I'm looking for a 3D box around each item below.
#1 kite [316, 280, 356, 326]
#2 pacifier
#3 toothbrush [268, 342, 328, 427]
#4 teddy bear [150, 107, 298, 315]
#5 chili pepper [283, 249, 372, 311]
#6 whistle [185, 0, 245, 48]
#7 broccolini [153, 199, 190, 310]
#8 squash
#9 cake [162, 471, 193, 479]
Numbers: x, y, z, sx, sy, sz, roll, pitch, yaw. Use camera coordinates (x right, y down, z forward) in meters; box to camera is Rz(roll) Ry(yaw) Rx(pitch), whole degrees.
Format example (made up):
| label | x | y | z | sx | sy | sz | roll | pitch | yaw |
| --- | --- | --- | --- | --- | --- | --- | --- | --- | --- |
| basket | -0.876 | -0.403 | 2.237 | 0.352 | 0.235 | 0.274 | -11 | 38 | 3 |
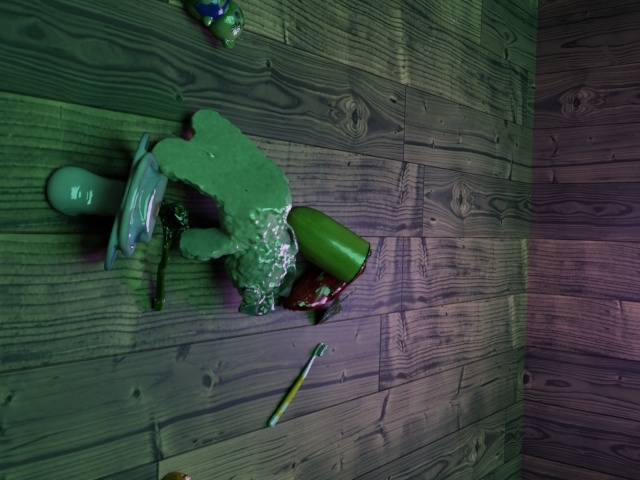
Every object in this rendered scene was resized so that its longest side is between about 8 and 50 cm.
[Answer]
| label | x | y | z | sx | sy | sz | roll | pitch | yaw |
| --- | --- | --- | --- | --- | --- | --- | --- | --- | --- |
| kite | 0.045 | 0.185 | 1.902 | 0.160 | 0.010 | 0.183 | -43 | 161 | -11 |
| pacifier | -0.407 | -0.090 | 1.273 | 0.207 | 0.227 | 0.278 | 15 | 77 | -10 |
| toothbrush | -0.058 | 0.388 | 1.826 | 0.288 | 0.024 | 0.021 | -53 | 132 | -35 |
| teddy bear | -0.208 | -0.040 | 1.554 | 0.327 | 0.376 | 0.362 | -49 | 170 | -36 |
| chili pepper | 0.032 | 0.097 | 1.866 | 0.388 | 0.110 | 0.110 | -37 | 120 | -40 |
| whistle | -0.243 | -0.527 | 1.492 | 0.227 | 0.085 | 0.105 | 45 | 54 | -43 |
| broccolini | -0.321 | 0.030 | 1.414 | 0.058 | 0.071 | 0.254 | -18 | 130 | -45 |
| squash | 0.000 | 0.000 | 1.759 | 0.247 | 0.132 | 0.132 | 32 | 62 | -9 |
| cake | -0.319 | 0.557 | 1.495 | 0.084 | 0.044 | 0.083 | -8 | 100 | -50 |
